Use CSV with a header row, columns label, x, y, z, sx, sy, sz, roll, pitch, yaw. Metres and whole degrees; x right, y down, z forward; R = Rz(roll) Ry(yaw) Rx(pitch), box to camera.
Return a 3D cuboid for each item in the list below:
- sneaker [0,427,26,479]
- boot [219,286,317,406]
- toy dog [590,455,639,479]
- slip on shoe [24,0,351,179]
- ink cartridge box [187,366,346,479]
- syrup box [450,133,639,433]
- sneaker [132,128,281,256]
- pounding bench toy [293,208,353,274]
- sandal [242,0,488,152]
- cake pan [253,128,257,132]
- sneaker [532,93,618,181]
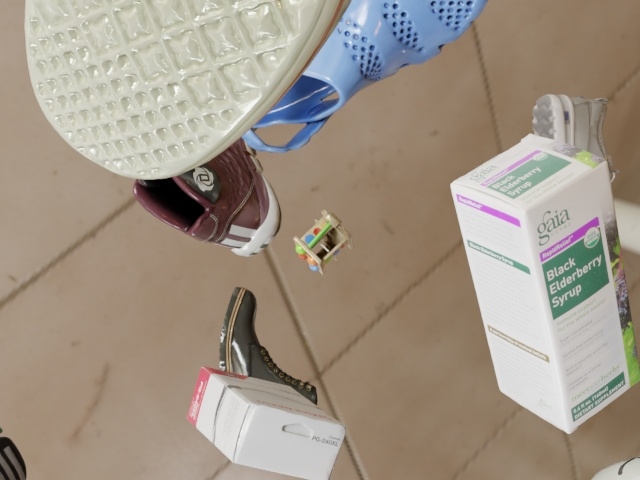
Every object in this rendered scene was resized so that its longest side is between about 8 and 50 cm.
label,x,y,z,sx,sy,sz,roll,pitch,yaw
sneaker,-0.399,0.183,1.168,0.223,0.098,0.083,63,25,0
boot,-0.061,0.163,1.459,0.077,0.137,0.198,58,36,-79
toy dog,0.221,0.244,0.499,0.220,0.333,0.161,-35,156,-23
slip on shoe,-0.015,-0.162,0.431,0.331,0.123,0.101,-60,176,27
ink cartridge box,-0.057,0.183,1.134,0.109,0.150,0.063,18,91,-25
syrup box,0.198,0.038,0.975,0.093,0.096,0.237,-31,124,-22
sneaker,-0.155,-0.114,1.252,0.106,0.281,0.162,-42,152,28
pounding bench toy,0.000,0.000,1.489,0.065,0.052,0.083,-43,162,-9
sandal,0.025,-0.176,1.091,0.126,0.317,0.138,45,30,-27
cake pan,-0.195,-0.250,1.519,0.293,0.054,0.293,29,47,-36
sneaker,0.379,-0.073,1.616,0.115,0.105,0.281,-8,104,-12
